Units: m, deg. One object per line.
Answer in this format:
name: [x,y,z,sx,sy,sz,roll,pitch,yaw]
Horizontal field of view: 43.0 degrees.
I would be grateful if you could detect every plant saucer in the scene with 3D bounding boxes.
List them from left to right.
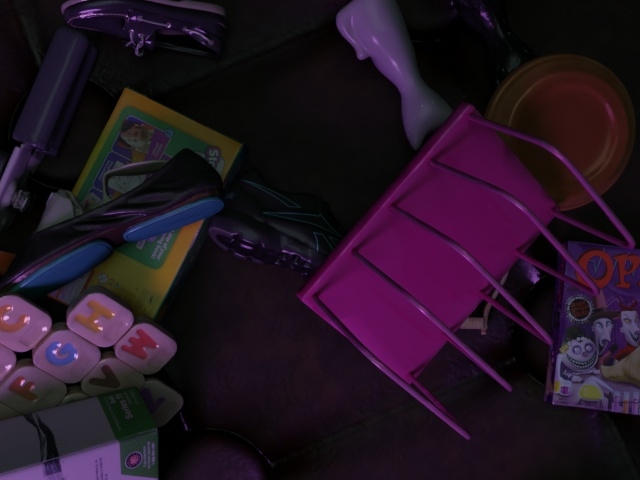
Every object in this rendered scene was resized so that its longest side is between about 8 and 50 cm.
plant saucer: [0.302,-0.132,1.014,0.200,0.037,0.200,-1,102,-5]

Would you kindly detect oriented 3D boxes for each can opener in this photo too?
can opener: [-0.371,-0.142,1.033,0.093,0.074,0.280,25,86,3]

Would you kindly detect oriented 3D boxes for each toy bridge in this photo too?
toy bridge: [0.208,0.025,1.037,0.063,0.026,0.188,1,86,0]

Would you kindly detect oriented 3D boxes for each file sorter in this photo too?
file sorter: [0.165,0.036,0.890,0.291,0.182,0.202,-49,120,0]

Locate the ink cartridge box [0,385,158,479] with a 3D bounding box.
ink cartridge box: [-0.295,0.270,0.920,0.208,0.087,0.153,-10,125,-28]

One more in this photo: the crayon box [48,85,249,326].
crayon box: [-0.224,-0.030,1.018,0.165,0.081,0.278,27,86,2]

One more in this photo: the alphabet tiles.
alphabet tiles: [-0.305,0.187,0.942,0.284,0.021,0.278,-46,126,2]

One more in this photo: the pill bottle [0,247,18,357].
pill bottle: [-0.432,0.125,0.983,0.130,0.130,0.246,14,86,2]

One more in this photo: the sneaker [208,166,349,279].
sneaker: [0.000,0.000,1.005,0.267,0.101,0.106,26,67,-8]

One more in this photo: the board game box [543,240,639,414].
board game box: [0.466,0.123,1.017,0.346,0.056,0.208,6,81,1]

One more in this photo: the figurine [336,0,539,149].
figurine: [0.157,-0.245,1.034,0.215,0.092,0.209,-30,90,-1]

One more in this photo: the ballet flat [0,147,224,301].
ballet flat: [-0.248,-0.024,0.937,0.280,0.095,0.096,-26,76,-12]

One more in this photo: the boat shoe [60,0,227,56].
boat shoe: [-0.218,-0.267,1.023,0.206,0.075,0.065,-1,86,-20]
